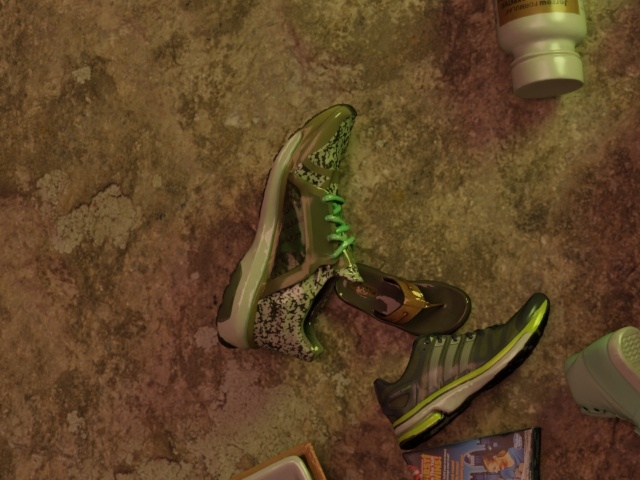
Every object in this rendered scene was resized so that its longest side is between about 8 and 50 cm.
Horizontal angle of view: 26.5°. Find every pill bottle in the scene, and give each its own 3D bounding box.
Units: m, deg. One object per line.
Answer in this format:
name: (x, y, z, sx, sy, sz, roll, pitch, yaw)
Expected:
pill bottle: (0.319, -0.330, 1.981, 0.131, 0.131, 0.229, -8, 80, 18)

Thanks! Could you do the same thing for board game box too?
board game box: (0.214, 0.360, 1.954, 0.194, 0.060, 0.194, 0, 82, 20)

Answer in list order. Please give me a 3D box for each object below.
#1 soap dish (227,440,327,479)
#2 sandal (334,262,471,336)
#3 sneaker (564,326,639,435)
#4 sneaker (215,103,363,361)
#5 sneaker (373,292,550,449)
soap dish: (-0.087, 0.460, 2.012, 0.291, 0.118, 0.229, -29, 74, 13)
sandal: (0.115, 0.084, 2.028, 0.219, 0.060, 0.090, 21, 89, 21)
sneaker: (0.449, 0.238, 1.891, 0.256, 0.094, 0.151, 51, 145, -5)
sneaker: (0.000, 0.000, 2.040, 0.182, 0.158, 0.410, 23, 98, 19)
sneaker: (0.201, 0.166, 1.951, 0.300, 0.111, 0.121, -39, 75, 2)
